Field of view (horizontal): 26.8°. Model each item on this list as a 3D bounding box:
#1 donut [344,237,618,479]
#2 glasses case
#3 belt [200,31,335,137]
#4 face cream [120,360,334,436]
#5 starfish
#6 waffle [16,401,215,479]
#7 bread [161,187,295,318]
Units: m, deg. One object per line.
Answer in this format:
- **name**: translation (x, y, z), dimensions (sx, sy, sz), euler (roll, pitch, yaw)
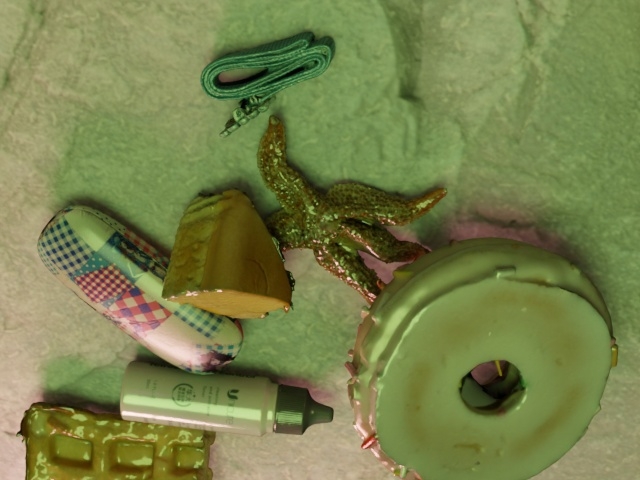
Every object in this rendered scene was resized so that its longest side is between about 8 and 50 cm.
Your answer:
- **donut**: translation (0.208, 0.164, 1.804), dimensions (0.382, 0.142, 0.383), euler (-7, 115, -15)
- **glasses case**: translation (-0.253, 0.073, 1.900), dimensions (0.327, 0.076, 0.125), euler (39, 124, -14)
- **belt**: translation (-0.062, -0.207, 1.725), dimensions (0.179, 0.065, 0.100), euler (-16, 107, 16)
- **face cream**: translation (-0.135, 0.240, 1.978), dimensions (0.311, 0.092, 0.092), euler (8, 121, 3)
- **starfish**: translation (0.025, 0.005, 1.827), dimensions (0.293, 0.084, 0.301), euler (19, 117, -3)
- **waffle**: translation (-0.314, 0.426, 2.039), dimensions (0.304, 0.077, 0.348), euler (4, 89, 6)
- **bread**: translation (-0.114, 0.034, 1.826), dimensions (0.140, 0.169, 0.160), euler (-14, 143, 38)
